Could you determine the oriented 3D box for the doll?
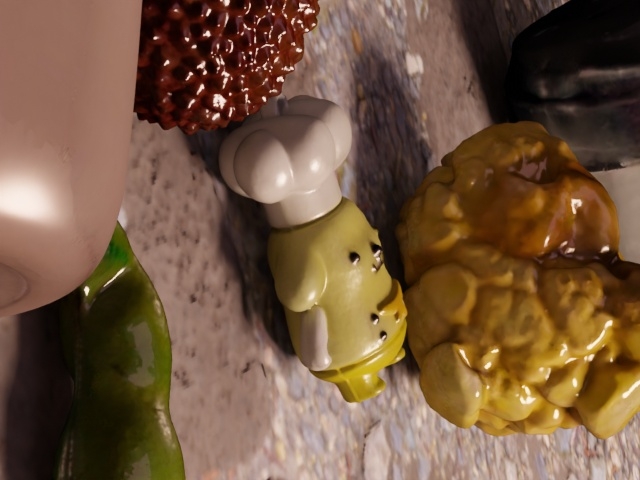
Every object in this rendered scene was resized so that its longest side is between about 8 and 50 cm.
[{"bbox_3d":[0.000,0.000,0.845,0.162,0.062,0.106,69,23,-16],"label":"doll"}]

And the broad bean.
[{"bbox_3d":[-0.081,0.082,0.662,0.070,0.048,0.213,-11,89,-64],"label":"broad bean"}]

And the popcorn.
[{"bbox_3d":[0.119,0.036,0.993,0.194,0.163,0.140,52,-2,18],"label":"popcorn"}]

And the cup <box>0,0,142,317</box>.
[{"bbox_3d":[-0.168,-0.088,0.438,0.253,0.191,0.200,8,74,-32],"label":"cup"}]

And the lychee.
[{"bbox_3d":[-0.056,-0.113,0.725,0.123,0.123,0.129,-40,144,-61],"label":"lychee"}]

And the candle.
[{"bbox_3d":[0.276,-0.028,1.234,0.342,0.221,0.221,69,27,-18],"label":"candle"}]
